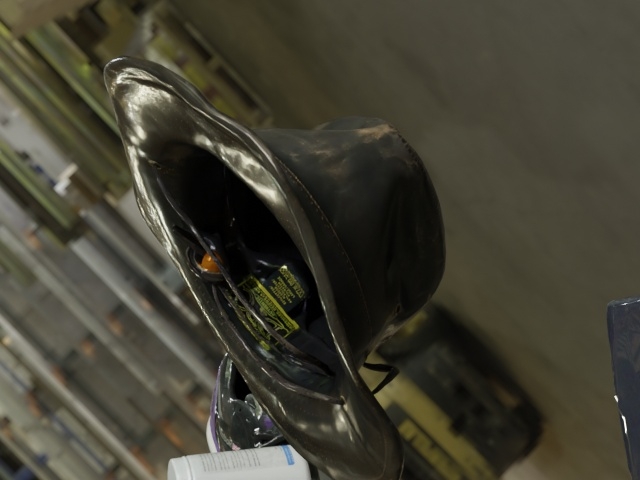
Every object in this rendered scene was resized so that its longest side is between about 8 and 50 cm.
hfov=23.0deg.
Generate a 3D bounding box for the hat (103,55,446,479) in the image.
[{"bbox_3d":[0.000,0.000,0.971,0.331,0.134,0.331,52,163,23],"label":"hat"}]

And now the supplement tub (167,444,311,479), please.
[{"bbox_3d":[-0.064,0.202,1.256,0.071,0.107,0.071,177,90,-77],"label":"supplement tub"}]

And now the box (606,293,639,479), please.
[{"bbox_3d":[0.334,0.071,0.572,0.312,0.343,0.179,152,112,-69],"label":"box"}]

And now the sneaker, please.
[{"bbox_3d":[-0.053,0.212,1.512,0.283,0.107,0.124,-119,26,-49],"label":"sneaker"}]
